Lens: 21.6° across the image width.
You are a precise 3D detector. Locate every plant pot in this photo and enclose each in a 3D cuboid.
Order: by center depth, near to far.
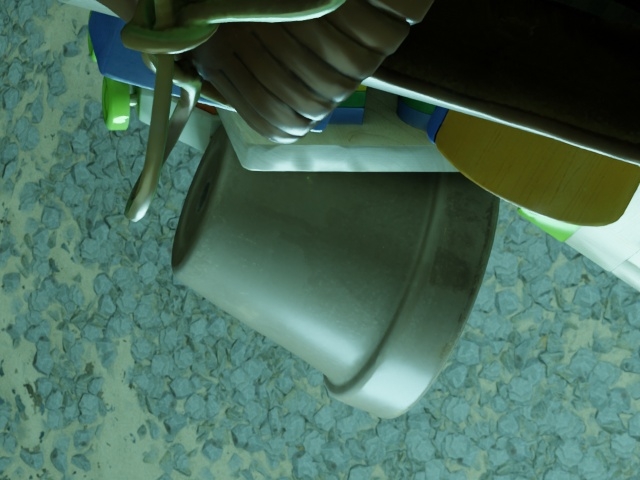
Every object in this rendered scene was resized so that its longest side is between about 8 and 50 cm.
[{"bbox_3d":[0.000,0.000,1.463,0.229,0.263,0.263,20,-178,-14],"label":"plant pot"}]

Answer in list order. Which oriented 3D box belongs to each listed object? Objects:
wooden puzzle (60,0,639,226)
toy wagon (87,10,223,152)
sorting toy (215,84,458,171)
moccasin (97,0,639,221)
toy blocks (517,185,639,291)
[{"bbox_3d":[0.016,-0.106,0.717,0.322,0.081,0.348,14,-158,-23],"label":"wooden puzzle"},{"bbox_3d":[-0.091,-0.197,1.643,0.267,0.068,0.344,-1,-141,-16],"label":"toy wagon"},{"bbox_3d":[0.040,-0.150,1.440,0.255,0.089,0.257,0,-154,-14],"label":"sorting toy"},{"bbox_3d":[-0.002,-0.086,0.456,0.380,0.147,0.139,13,153,-34],"label":"moccasin"},{"bbox_3d":[0.388,-0.011,1.323,0.381,0.191,0.261,33,145,-6],"label":"toy blocks"}]
